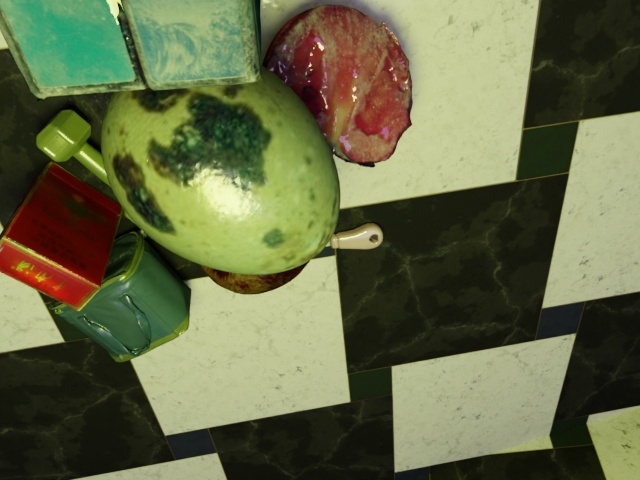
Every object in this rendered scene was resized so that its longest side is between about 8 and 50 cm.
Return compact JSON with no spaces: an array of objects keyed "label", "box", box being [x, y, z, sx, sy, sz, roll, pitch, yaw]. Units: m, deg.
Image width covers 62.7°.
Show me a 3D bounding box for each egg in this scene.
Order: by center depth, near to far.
[{"label":"egg","box":[-0.160,-0.122,0.894,0.345,0.345,0.428,-42,98,19]}]

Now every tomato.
[{"label":"tomato","box":[0.034,-0.320,1.107,0.335,0.176,0.289,15,100,-18]}]

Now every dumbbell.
[{"label":"dumbbell","box":[-0.474,-0.154,1.167,0.121,0.108,0.302,-35,123,14]}]

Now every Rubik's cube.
[{"label":"Rubik's cube","box":[-0.244,-0.403,0.685,0.313,0.316,0.318,-4,138,-1]}]

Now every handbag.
[{"label":"handbag","box":[-0.482,0.143,1.305,0.263,0.222,0.241,-23,125,11]}]

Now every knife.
[{"label":"knife","box":[0.000,-0.003,1.401,0.336,0.043,0.081,-6,120,-3]}]

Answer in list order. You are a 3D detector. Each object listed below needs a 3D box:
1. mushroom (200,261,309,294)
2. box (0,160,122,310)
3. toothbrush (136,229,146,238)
[{"label":"mushroom","box":[-0.168,-0.067,1.157,0.331,0.334,0.356,-35,151,2]},{"label":"box","box":[-0.550,-0.019,1.122,0.197,0.313,0.089,36,112,-29]},{"label":"toothbrush","box":[-0.365,-0.059,1.307,0.269,0.021,0.027,-28,137,10]}]
